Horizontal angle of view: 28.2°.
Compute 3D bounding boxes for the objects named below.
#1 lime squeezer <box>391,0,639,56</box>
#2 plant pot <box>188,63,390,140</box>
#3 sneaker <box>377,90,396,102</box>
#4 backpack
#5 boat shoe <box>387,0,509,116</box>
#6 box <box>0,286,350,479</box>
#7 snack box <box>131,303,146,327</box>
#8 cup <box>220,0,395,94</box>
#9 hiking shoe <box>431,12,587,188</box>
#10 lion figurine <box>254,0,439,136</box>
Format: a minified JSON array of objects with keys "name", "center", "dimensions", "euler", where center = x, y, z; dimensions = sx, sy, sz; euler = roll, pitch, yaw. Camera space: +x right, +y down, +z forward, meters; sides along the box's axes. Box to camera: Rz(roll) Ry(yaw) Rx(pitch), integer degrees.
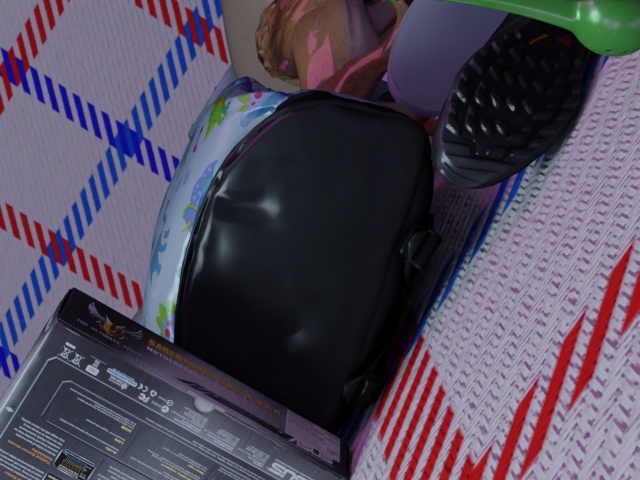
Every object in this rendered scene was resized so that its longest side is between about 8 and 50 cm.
[{"name":"lime squeezer","center":[0.198,-0.179,0.768],"dimensions":[0.310,0.110,0.059],"euler":[-28,-10,1]},{"name":"plant pot","center":[-0.061,-0.176,1.962],"dimensions":[0.293,0.235,0.293],"euler":[-57,8,12]},{"name":"sneaker","center":[0.000,-0.109,1.604],"dimensions":[0.295,0.147,0.104],"euler":[-60,5,-28]},{"name":"backpack","center":[-0.027,-0.011,1.080],"dimensions":[0.355,0.273,0.290],"euler":[-38,-32,-73]},{"name":"boat shoe","center":[0.159,-0.225,1.160],"dimensions":[0.306,0.113,0.105],"euler":[-57,0,-17]},{"name":"box","center":[-0.123,0.167,0.899],"dimensions":[0.183,0.231,0.056],"euler":[-56,10,20]},{"name":"snack box","center":[-0.149,0.062,1.389],"dimensions":[0.322,0.060,0.187],"euler":[-56,8,-21]},{"name":"cup","center":[0.000,-0.314,1.673],"dimensions":[0.331,0.237,0.331],"euler":[-33,6,4]},{"name":"hiking shoe","center":[0.145,-0.107,0.933],"dimensions":[0.227,0.086,0.114],"euler":[-54,-8,-30]},{"name":"lion figurine","center":[0.026,-0.184,1.332],"dimensions":[0.240,0.142,0.392],"euler":[-39,29,25]}]
